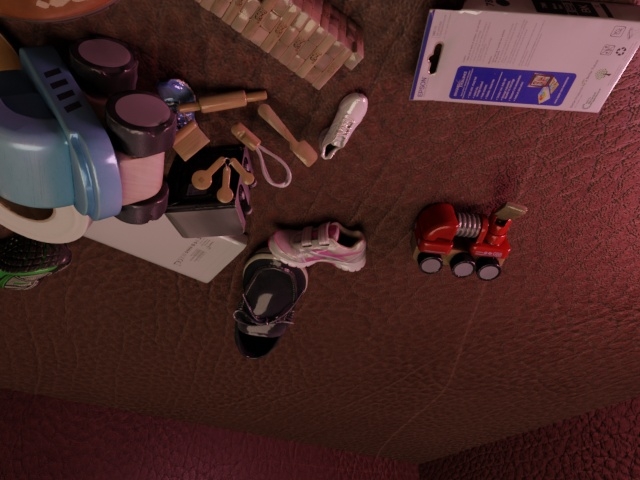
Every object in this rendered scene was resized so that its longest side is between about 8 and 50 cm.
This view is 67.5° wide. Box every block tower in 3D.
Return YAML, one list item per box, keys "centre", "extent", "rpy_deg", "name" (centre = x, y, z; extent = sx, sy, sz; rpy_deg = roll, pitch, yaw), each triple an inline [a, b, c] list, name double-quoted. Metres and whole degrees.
- centre: [-0.090, -0.358, 0.704]
  extent: [0.335, 0.091, 0.097]
  rpy_deg: [27, 137, -27]
  name: "block tower"

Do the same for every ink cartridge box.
- centre: [0.319, -0.299, 0.773]
  extent: [0.333, 0.065, 0.165]
  rpy_deg: [3, 143, -2]
  name: "ink cartridge box"

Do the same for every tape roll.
- centre: [-0.599, -0.124, 1.002]
  extent: [0.286, 0.100, 0.286]
  rpy_deg: [8, 136, 8]
  name: "tape roll"

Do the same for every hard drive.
- centre: [-0.396, -0.014, 1.213]
  extent: [0.353, 0.047, 0.233]
  rpy_deg: [26, 137, -27]
  name: "hard drive"

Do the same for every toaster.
- centre: [-0.233, -0.100, 0.988]
  extent: [0.186, 0.168, 0.110]
  rpy_deg: [-4, 144, 8]
  name: "toaster"

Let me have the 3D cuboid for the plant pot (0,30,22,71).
- centre: [-0.632, -0.325, 0.836]
  extent: [0.236, 0.032, 0.236]
  rpy_deg: [3, 143, 2]
  name: "plant pot"

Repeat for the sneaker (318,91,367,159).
- centre: [0.044, -0.212, 0.910]
  extent: [0.054, 0.061, 0.152]
  rpy_deg: [20, 138, -18]
  name: "sneaker"

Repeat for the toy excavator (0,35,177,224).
- centre: [-0.516, -0.192, 0.761]
  extent: [0.445, 0.433, 0.222]
  rpy_deg: [-22, 154, -36]
  name: "toy excavator"

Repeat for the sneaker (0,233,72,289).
- centre: [-0.786, 0.058, 1.291]
  extent: [0.344, 0.134, 0.146]
  rpy_deg: [-7, 149, 27]
  name: "sneaker"

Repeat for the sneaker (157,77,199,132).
- centre: [-0.266, -0.229, 0.899]
  extent: [0.063, 0.073, 0.162]
  rpy_deg: [0, 142, 4]
  name: "sneaker"

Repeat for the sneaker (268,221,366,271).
- centre: [0.000, 0.000, 1.170]
  extent: [0.252, 0.103, 0.111]
  rpy_deg: [4, 139, -12]
  name: "sneaker"

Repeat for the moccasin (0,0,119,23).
- centre: [-0.451, -0.402, 0.650]
  extent: [0.380, 0.139, 0.147]
  rpy_deg: [14, 151, 1]
  name: "moccasin"

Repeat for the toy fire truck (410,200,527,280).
- centre: [0.338, -0.028, 1.075]
  extent: [0.217, 0.158, 0.246]
  rpy_deg: [7, 131, -5]
  name: "toy fire truck"

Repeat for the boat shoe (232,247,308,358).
- centre: [-0.154, 0.196, 1.385]
  extent: [0.187, 0.156, 0.500]
  rpy_deg: [13, 140, -10]
  name: "boat shoe"

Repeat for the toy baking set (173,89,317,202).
- centre: [-0.144, -0.180, 0.888]
  extent: [0.256, 0.030, 0.196]
  rpy_deg: [-16, 101, -8]
  name: "toy baking set"

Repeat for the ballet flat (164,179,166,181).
- centre: [-0.316, -0.090, 1.097]
  extent: [0.250, 0.058, 0.084]
  rpy_deg: [23, 139, -24]
  name: "ballet flat"
